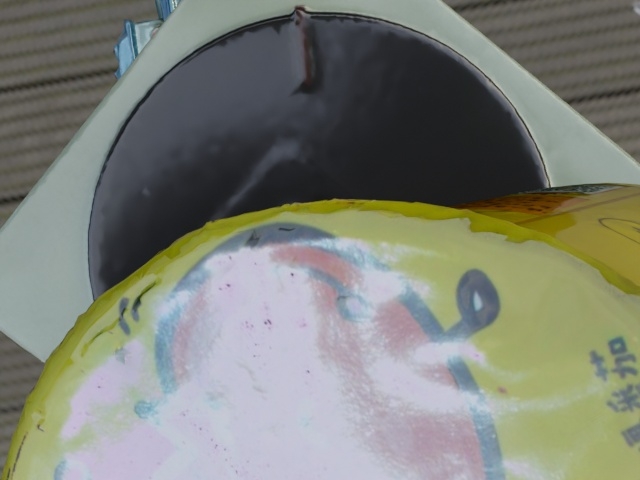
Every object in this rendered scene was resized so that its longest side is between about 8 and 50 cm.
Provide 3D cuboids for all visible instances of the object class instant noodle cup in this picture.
[{"bbox_3d":[0.079,0.120,0.601,0.325,0.254,0.326,7,105,28],"label":"instant noodle cup"}]

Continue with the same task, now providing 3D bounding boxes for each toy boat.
[{"bbox_3d":[-0.183,-0.255,1.711,0.098,0.109,0.238,-8,105,-7],"label":"toy boat"}]

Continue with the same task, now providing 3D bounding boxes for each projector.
[{"bbox_3d":[0.000,0.000,0.799,0.257,0.079,0.259,38,93,-8],"label":"projector"}]
